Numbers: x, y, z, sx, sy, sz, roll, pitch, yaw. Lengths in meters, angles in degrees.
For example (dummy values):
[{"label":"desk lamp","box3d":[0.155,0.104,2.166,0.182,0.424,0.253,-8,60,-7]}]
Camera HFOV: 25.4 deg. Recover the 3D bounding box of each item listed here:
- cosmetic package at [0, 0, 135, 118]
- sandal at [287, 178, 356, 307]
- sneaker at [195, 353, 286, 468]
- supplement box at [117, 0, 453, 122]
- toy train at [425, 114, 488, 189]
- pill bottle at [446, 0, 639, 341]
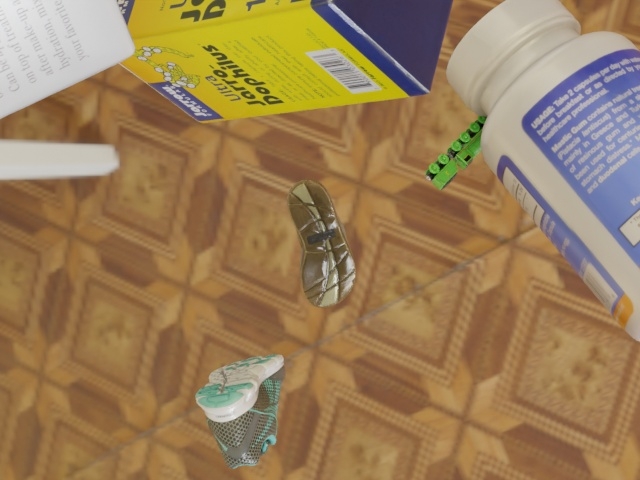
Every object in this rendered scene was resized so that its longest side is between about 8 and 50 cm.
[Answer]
[{"label":"cosmetic package","box3d":[-0.368,-0.136,0.845,0.453,0.230,0.161,-27,53,-9]},{"label":"sandal","box3d":[0.000,0.000,1.792,0.072,0.049,0.180,-13,113,3]},{"label":"sneaker","box3d":[-0.063,0.145,1.207,0.065,0.166,0.076,-12,97,14]},{"label":"supplement box","box3d":[-0.047,-0.276,1.626,0.356,0.195,0.194,-3,63,40]},{"label":"toy train","box3d":[0.119,-0.074,1.180,0.024,0.083,0.017,43,157,7]},{"label":"pill bottle","box3d":[0.224,-0.067,1.122,0.152,0.152,0.272,-47,67,26]}]
